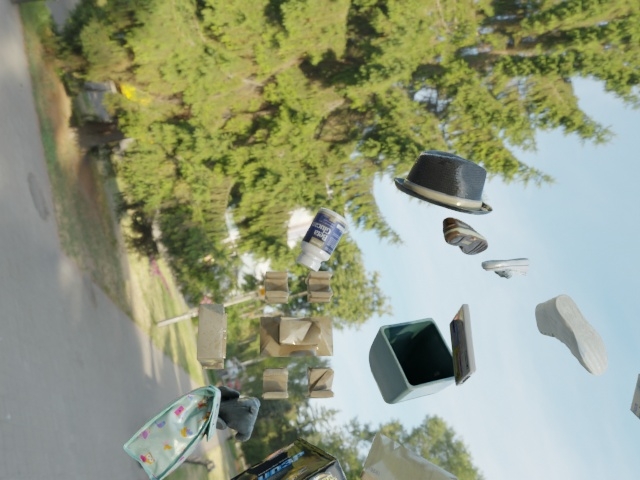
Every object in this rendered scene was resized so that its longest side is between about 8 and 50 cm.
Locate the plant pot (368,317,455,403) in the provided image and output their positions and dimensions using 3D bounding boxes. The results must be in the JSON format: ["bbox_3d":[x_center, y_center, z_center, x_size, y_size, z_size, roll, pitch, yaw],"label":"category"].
[{"bbox_3d":[0.314,0.467,1.894,0.247,0.247,0.252,65,-35,33],"label":"plant pot"}]

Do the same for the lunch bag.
[{"bbox_3d":[-0.376,0.509,1.432,0.160,0.262,0.223,44,-16,7],"label":"lunch bag"}]

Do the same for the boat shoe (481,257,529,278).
[{"bbox_3d":[0.719,0.111,1.990,0.083,0.226,0.075,-178,-95,-68],"label":"boat shoe"}]

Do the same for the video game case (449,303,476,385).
[{"bbox_3d":[0.447,0.332,1.632,0.193,0.023,0.212,89,1,-62],"label":"video game case"}]

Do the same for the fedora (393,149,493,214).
[{"bbox_3d":[0.414,-0.200,1.676,0.334,0.334,0.152,-131,-128,-60],"label":"fedora"}]

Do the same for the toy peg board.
[{"bbox_3d":[0.139,0.424,0.866,0.079,0.161,0.161,-65,168,7],"label":"toy peg board"}]

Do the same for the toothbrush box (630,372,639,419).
[{"bbox_3d":[1.004,0.492,1.385,0.295,0.126,0.216,60,-6,47],"label":"toothbrush box"}]

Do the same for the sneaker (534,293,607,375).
[{"bbox_3d":[0.878,0.338,1.832,0.292,0.108,0.169,65,-17,11],"label":"sneaker"}]

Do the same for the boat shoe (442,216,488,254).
[{"bbox_3d":[0.505,-0.023,1.804,0.257,0.095,0.095,23,44,-50],"label":"boat shoe"}]

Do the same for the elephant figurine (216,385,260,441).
[{"bbox_3d":[-0.344,0.600,1.818,0.169,0.240,0.185,-73,180,-79],"label":"elephant figurine"}]

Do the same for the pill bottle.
[{"bbox_3d":[0.000,0.000,1.474,0.169,0.094,0.094,-62,-168,-8],"label":"pill bottle"}]

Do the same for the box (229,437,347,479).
[{"bbox_3d":[-0.087,0.392,0.787,0.051,0.220,0.175,66,-23,1],"label":"box"}]

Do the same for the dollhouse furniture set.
[{"bbox_3d":[-0.163,0.296,1.573,0.256,0.395,0.361,117,-27,-70],"label":"dollhouse furniture set"}]
